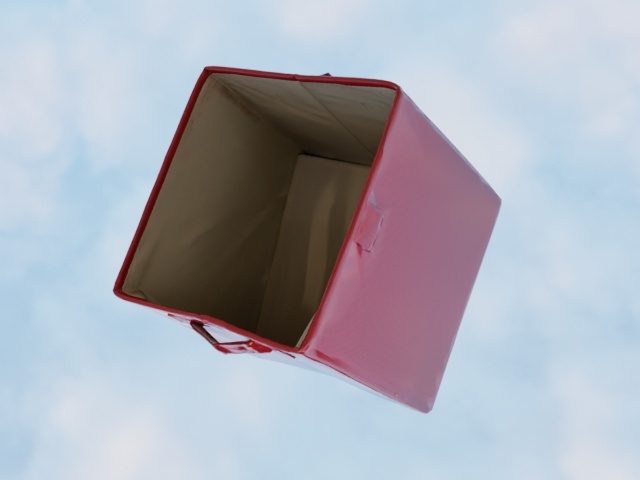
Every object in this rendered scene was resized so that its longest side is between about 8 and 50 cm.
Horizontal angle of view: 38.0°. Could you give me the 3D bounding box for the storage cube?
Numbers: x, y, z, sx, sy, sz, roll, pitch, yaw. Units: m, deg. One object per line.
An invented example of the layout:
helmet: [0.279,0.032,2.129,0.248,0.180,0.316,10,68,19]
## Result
storage cube: [0.000,0.000,0.703,0.184,0.193,0.215,12,-104,36]
